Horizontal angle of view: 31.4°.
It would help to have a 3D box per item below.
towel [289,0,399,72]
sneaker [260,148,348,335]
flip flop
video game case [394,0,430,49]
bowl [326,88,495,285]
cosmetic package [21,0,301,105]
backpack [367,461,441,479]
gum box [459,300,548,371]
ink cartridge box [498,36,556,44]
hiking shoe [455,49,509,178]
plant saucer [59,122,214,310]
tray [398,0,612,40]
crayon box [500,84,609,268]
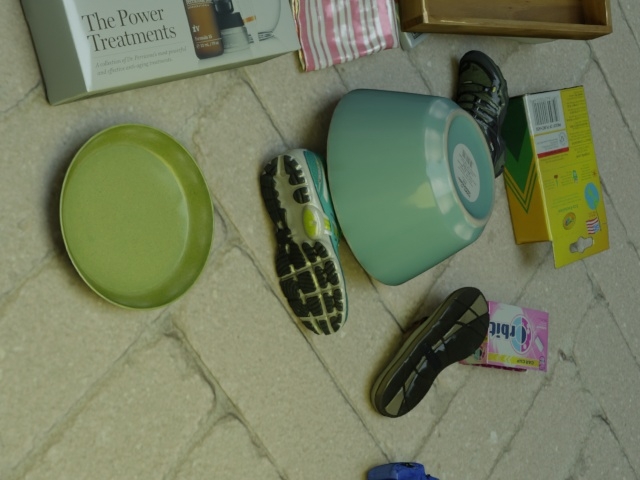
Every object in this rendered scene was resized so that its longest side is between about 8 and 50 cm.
[{"bbox_3d":[0.041,-0.346,1.743,0.197,0.029,0.144,-20,111,-32],"label":"towel"},{"bbox_3d":[0.000,0.000,1.657,0.110,0.107,0.275,-15,96,-54],"label":"sneaker"},{"bbox_3d":[0.170,0.172,1.827,0.277,0.080,0.112,-44,121,-22],"label":"flip flop"},{"bbox_3d":[0.165,-0.445,1.924,0.201,0.023,0.183,-41,114,-38],"label":"video game case"},{"bbox_3d":[0.157,-0.097,1.726,0.311,0.163,0.312,28,56,-52],"label":"bowl"},{"bbox_3d":[-0.215,-0.352,1.486,0.377,0.097,0.284,-22,98,-44],"label":"cosmetic package"},{"bbox_3d":[0.134,0.391,1.743,0.120,0.098,0.101,12,73,-43],"label":"backpack"},{"bbox_3d":[0.325,0.170,1.983,0.188,0.062,0.107,12,77,-43],"label":"gum box"},{"bbox_3d":[0.375,-0.480,2.088,0.158,0.092,0.218,0,84,-44],"label":"ink cartridge box"},{"bbox_3d":[0.263,-0.214,1.949,0.114,0.086,0.227,-8,92,-48],"label":"hiking shoe"},{"bbox_3d":[-0.240,-0.029,1.462,0.241,0.037,0.241,7,81,-45],"label":"plant saucer"},{"bbox_3d":[0.315,-0.454,1.941,0.410,0.076,0.203,-3,87,-31],"label":"tray"},{"bbox_3d":[0.431,-0.117,2.109,0.202,0.081,0.319,-14,94,-45],"label":"crayon box"}]
